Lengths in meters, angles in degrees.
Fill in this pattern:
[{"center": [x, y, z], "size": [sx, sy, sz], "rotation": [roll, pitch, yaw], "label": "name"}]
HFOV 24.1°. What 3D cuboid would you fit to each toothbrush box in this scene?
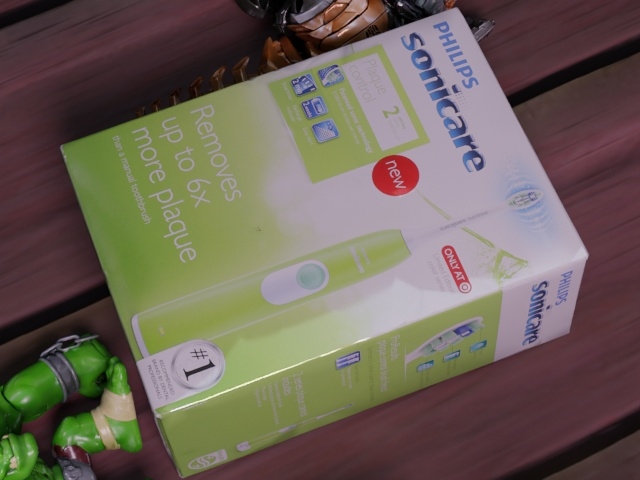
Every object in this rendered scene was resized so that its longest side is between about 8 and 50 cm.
[{"center": [0.000, 0.000, 0.985], "size": [0.283, 0.122, 0.206], "rotation": [-19, 63, -8], "label": "toothbrush box"}]

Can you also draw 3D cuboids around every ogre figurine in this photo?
[{"center": [-0.162, 0.150, 0.933], "size": [0.118, 0.097, 0.197], "rotation": [-15, 71, -17], "label": "ogre figurine"}]

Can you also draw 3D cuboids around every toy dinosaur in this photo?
[{"center": [0.001, -0.186, 1.074], "size": [0.218, 0.164, 0.322], "rotation": [48, 52, 7], "label": "toy dinosaur"}]
